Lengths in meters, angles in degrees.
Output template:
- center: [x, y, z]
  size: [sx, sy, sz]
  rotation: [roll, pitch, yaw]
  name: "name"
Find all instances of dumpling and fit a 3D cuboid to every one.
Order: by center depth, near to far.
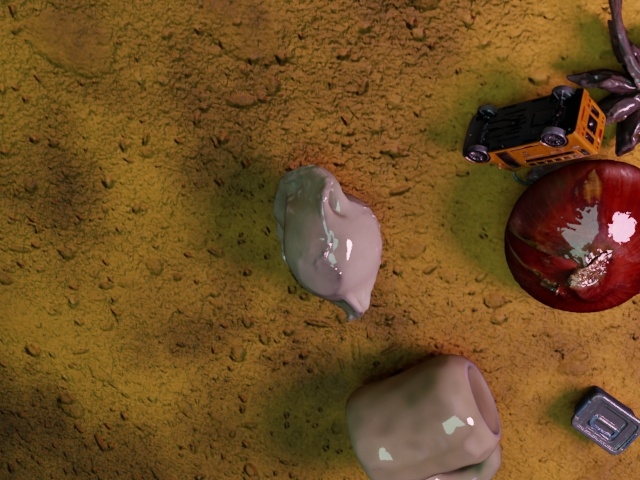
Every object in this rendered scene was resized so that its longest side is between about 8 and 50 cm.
- center: [0.000, 0.000, 1.449]
  size: [0.193, 0.147, 0.258]
  rotation: [19, 131, 47]
  name: "dumpling"

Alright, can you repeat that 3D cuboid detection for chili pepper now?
- center: [0.360, -0.094, 1.398]
  size: [0.153, 0.041, 0.050]
  rotation: [-8, 127, 0]
  name: "chili pepper"

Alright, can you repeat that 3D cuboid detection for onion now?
- center: [0.385, 0.003, 1.359]
  size: [0.248, 0.161, 0.248]
  rotation: [-12, 134, -13]
  name: "onion"

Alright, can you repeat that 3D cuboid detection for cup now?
- center: [0.183, 0.318, 1.495]
  size: [0.202, 0.173, 0.255]
  rotation: [-24, 101, 19]
  name: "cup"

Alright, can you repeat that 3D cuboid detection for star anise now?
- center: [0.445, -0.224, 1.313]
  size: [0.231, 0.089, 0.209]
  rotation: [38, 103, -15]
  name: "star anise"

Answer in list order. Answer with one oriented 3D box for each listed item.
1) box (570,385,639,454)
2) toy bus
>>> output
- center: [0.449, 0.279, 1.495]
  size: [0.099, 0.054, 0.074]
  rotation: [35, 109, -2]
  name: "box"
- center: [0.297, -0.149, 1.341]
  size: [0.088, 0.083, 0.194]
  rotation: [34, 153, -34]
  name: "toy bus"
